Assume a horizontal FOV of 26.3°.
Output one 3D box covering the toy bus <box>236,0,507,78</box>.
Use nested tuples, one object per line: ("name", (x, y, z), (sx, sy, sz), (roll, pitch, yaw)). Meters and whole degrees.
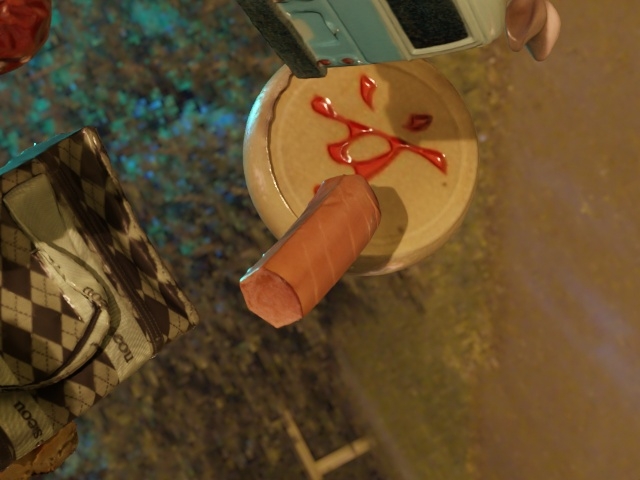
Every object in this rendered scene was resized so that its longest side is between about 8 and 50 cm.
("toy bus", (0.043, -0.248, 0.826), (0.133, 0.164, 0.271), (44, -132, -64))

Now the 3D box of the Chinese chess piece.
("Chinese chess piece", (0.042, -0.086, 1.427), (0.250, 0.249, 0.103), (63, 162, 3))

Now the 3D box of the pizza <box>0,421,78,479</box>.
("pizza", (-0.541, 0.306, 1.626), (0.130, 0.440, 0.406), (68, -163, 1))

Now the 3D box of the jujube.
("jujube", (-0.415, -0.257, 1.529), (0.155, 0.230, 0.155), (13, 109, 42))

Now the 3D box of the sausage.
("sausage", (0.001, 0.001, 1.147), (0.065, 0.169, 0.065), (20, 135, 22))

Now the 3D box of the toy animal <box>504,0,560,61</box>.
("toy animal", (0.234, -0.310, 1.498), (0.124, 0.124, 0.212), (125, 125, -81))

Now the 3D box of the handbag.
("handbag", (-0.366, 0.069, 1.567), (0.180, 0.416, 0.317), (-11, 109, 44))
